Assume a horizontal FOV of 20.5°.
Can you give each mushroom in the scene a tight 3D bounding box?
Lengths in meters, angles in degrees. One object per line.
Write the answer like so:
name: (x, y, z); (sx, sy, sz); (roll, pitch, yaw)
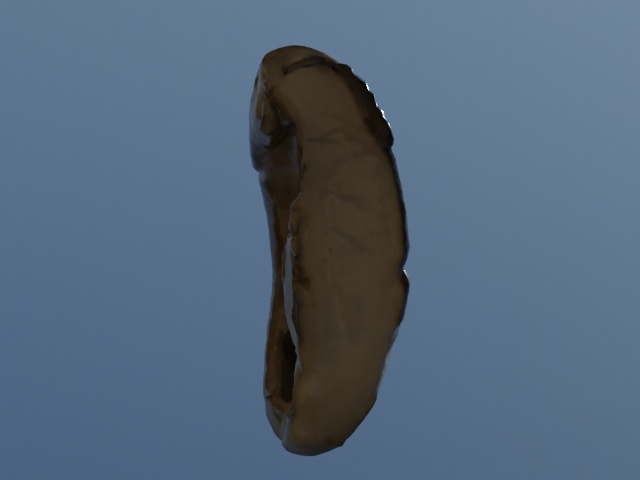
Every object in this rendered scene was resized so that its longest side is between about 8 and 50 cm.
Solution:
mushroom: (0.002, -0.001, 0.874); (0.072, 0.209, 0.094); (-7, -160, -13)
